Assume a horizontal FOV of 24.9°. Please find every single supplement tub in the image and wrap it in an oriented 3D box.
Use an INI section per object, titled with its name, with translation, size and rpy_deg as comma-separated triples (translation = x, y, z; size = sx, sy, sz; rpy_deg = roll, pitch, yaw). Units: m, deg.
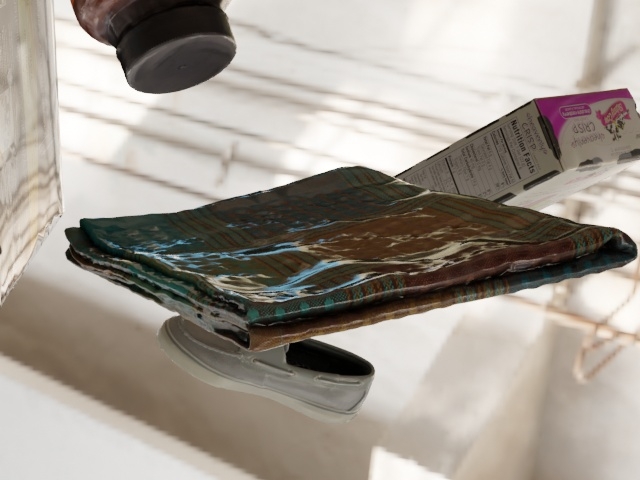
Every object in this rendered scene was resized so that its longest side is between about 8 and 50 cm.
[supplement tub]
translation = -0.114, -0.191, 0.887
size = 0.106, 0.198, 0.106
rpy_deg = -18, 163, -6

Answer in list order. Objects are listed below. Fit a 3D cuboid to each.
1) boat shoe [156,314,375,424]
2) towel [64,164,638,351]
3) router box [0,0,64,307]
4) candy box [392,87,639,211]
[boat shoe]
translation = -0.050, 0.112, 1.472
size = 0.227, 0.081, 0.079
rpy_deg = 22, -150, -15
[towel]
translation = 0.000, 0.000, 0.997
size = 0.271, 0.040, 0.370
rpy_deg = -12, -168, -23
[router box]
translation = -0.259, -0.130, 1.086
size = 0.081, 0.309, 0.243
rpy_deg = 1, -162, 2
[candy box]
translation = 0.159, -0.055, 1.306
size = 0.233, 0.071, 0.159
rpy_deg = -27, 170, 40
